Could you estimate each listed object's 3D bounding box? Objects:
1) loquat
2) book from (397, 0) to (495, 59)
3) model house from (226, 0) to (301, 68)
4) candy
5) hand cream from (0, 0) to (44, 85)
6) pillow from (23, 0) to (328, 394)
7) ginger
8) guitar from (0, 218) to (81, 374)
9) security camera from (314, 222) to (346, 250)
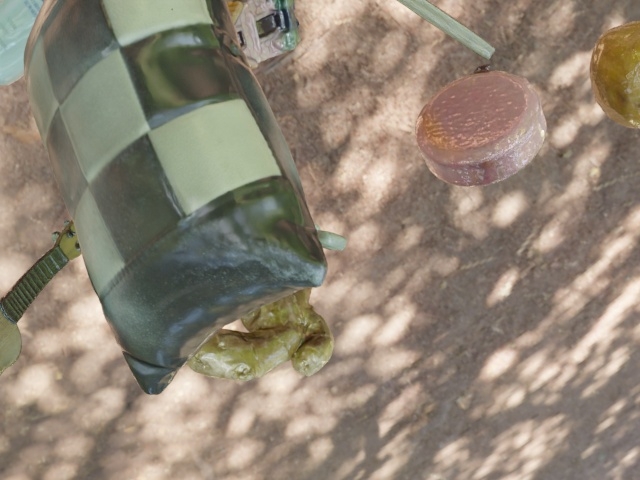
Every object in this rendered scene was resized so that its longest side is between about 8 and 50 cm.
[{"bbox_3d":[0.657,-0.340,1.528,0.193,0.238,0.238,-22,144,11],"label":"loquat"},{"bbox_3d":[0.183,-0.352,1.158,0.191,0.269,0.025,33,110,-2],"label":"book"},{"bbox_3d":[-0.187,-0.395,1.258,0.237,0.202,0.237,-46,135,-47],"label":"model house"},{"bbox_3d":[0.306,-0.222,1.421,0.255,0.255,0.094,-33,134,2],"label":"candy"},{"bbox_3d":[-0.291,-0.300,0.865,0.320,0.109,0.067,-35,-176,17],"label":"hand cream"},{"bbox_3d":[-0.091,-0.054,0.416,0.106,0.250,0.186,-10,163,-43],"label":"pillow"},{"bbox_3d":[-0.068,0.095,0.814,0.214,0.133,0.059,-3,142,-41],"label":"ginger"},{"bbox_3d":[-0.265,0.053,0.633,0.038,0.271,0.084,-13,118,21],"label":"guitar"},{"bbox_3d":[0.000,0.000,1.187,0.058,0.092,0.058,-3,97,-28],"label":"security camera"}]
